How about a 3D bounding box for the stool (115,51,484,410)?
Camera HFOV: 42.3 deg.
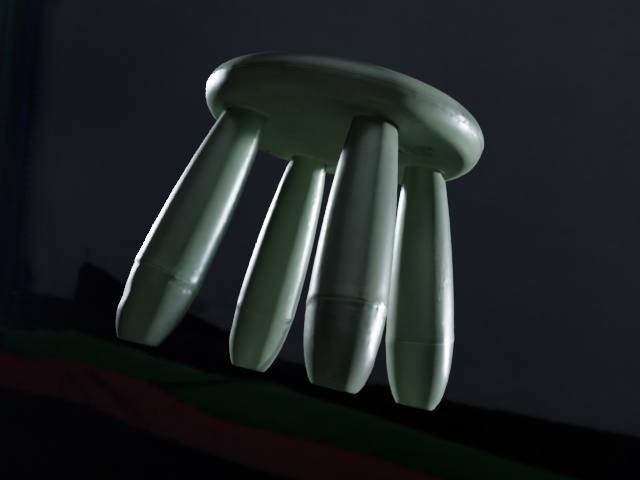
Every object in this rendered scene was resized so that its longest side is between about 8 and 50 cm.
[{"bbox_3d":[0.000,0.000,0.565,0.195,0.199,0.195,7,171,27],"label":"stool"}]
